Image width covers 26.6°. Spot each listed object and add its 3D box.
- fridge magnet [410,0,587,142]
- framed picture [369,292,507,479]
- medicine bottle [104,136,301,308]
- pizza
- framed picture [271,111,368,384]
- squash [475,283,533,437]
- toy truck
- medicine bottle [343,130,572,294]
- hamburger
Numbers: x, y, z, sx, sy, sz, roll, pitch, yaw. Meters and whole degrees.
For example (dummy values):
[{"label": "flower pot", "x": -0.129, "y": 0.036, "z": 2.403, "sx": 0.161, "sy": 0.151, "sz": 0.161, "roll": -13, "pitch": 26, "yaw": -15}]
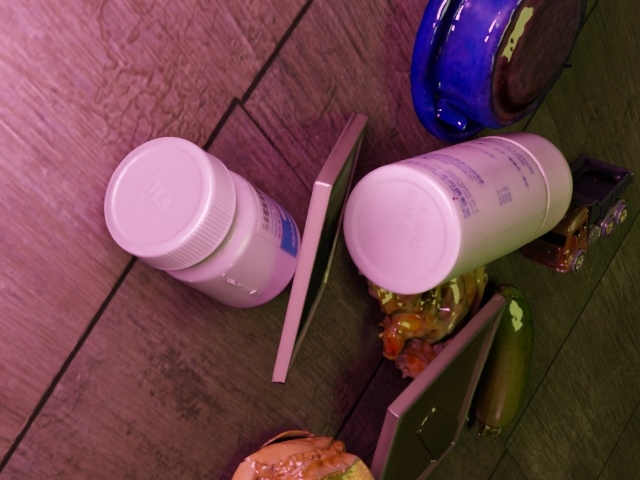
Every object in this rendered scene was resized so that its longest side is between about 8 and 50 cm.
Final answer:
[{"label": "fridge magnet", "x": 0.188, "y": -0.221, "z": 1.409, "sx": 0.265, "sy": 0.113, "sz": 0.265, "roll": -40, "pitch": 146, "yaw": -34}, {"label": "framed picture", "x": 0.129, "y": 0.227, "z": 1.649, "sx": 0.232, "sy": 0.024, "sz": 0.315, "roll": -41, "pitch": 155, "yaw": -36}, {"label": "medicine bottle", "x": -0.093, "y": -0.011, "z": 1.129, "sx": 0.105, "sy": 0.105, "sz": 0.168, "roll": -63, "pitch": 150, "yaw": -5}, {"label": "pizza", "x": 0.119, "y": 0.046, "z": 1.533, "sx": 0.189, "sy": 0.071, "sz": 0.297, "roll": -55, "pitch": 147, "yaw": -16}, {"label": "framed picture", "x": 0.001, "y": 0.000, "z": 1.252, "sx": 0.265, "sy": 0.018, "sz": 0.192, "roll": -66, "pitch": 170, "yaw": -70}, {"label": "squash", "x": 0.248, "y": 0.163, "z": 1.818, "sx": 0.069, "sy": 0.069, "sz": 0.258, "roll": -35, "pitch": 138, "yaw": -41}, {"label": "toy truck", "x": 0.345, "y": -0.042, "z": 1.812, "sx": 0.192, "sy": 0.083, "sz": 0.092, "roll": -40, "pitch": 141, "yaw": -38}, {"label": "medicine bottle", "x": 0.161, "y": -0.040, "z": 1.428, "sx": 0.341, "sy": 0.130, "sz": 0.130, "roll": -21, "pitch": 128, "yaw": -57}, {"label": "hamburger", "x": -0.026, "y": 0.307, "z": 1.449, "sx": 0.214, "sy": 0.108, "sz": 0.213, "roll": -37, "pitch": 139, "yaw": -42}]
